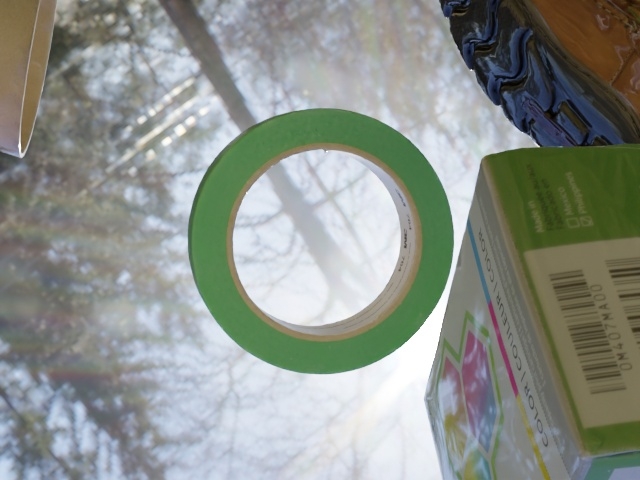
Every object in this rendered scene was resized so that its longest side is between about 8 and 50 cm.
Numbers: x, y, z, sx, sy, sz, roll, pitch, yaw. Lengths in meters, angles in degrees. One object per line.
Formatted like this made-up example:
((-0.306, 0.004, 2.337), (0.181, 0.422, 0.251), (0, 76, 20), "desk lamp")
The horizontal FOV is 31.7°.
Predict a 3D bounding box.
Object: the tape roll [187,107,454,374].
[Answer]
((0.000, 0.000, 1.378), (0.321, 0.321, 0.077), (-37, -171, -6), "tape roll")

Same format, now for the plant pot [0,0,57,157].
((-0.451, -0.246, 1.272), (0.256, 0.274, 0.256), (-169, -90, -80), "plant pot")

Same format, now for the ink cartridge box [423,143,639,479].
((0.081, 0.076, 0.404), (0.062, 0.209, 0.109), (-5, -127, -8), "ink cartridge box")

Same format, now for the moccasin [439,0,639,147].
((0.239, -0.139, 0.917), (0.147, 0.380, 0.139), (-38, 164, -20), "moccasin")
